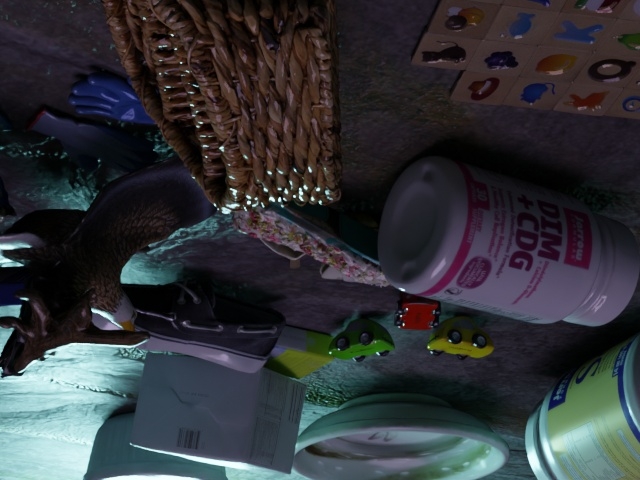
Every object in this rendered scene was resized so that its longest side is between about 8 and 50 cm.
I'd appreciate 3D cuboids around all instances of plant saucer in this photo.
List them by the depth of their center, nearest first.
[{"bbox_3d":[0.135,0.350,2.280,0.400,0.101,0.400,0,155,0],"label":"plant saucer"}]

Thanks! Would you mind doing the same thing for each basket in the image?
[{"bbox_3d":[-0.095,-0.148,1.104,0.223,0.214,0.299,-1,154,1],"label":"basket"}]

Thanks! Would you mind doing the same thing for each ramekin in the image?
[{"bbox_3d":[-0.304,0.408,2.371,0.272,0.127,0.273,-1,155,0],"label":"ramekin"}]

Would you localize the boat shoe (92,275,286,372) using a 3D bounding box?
[{"bbox_3d":[-0.183,0.098,1.759,0.301,0.108,0.102,20,115,-29],"label":"boat shoe"}]

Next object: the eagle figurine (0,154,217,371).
[{"bbox_3d":[-0.247,0.012,1.421,0.226,0.298,0.225,17,138,3],"label":"eagle figurine"}]

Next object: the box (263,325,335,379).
[{"bbox_3d":[-0.080,0.165,1.957,0.178,0.042,0.109,15,150,-28],"label":"box"}]

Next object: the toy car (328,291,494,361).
[{"bbox_3d":[0.113,0.129,1.872,0.225,0.053,0.239,-14,150,28],"label":"toy car"}]

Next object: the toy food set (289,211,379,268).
[{"bbox_3d":[0.054,-0.003,1.624,0.192,0.039,0.132,-3,162,-7],"label":"toy food set"}]

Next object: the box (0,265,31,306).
[{"bbox_3d":[-0.452,0.060,1.673,0.225,0.037,0.136,-1,-172,5],"label":"box"}]

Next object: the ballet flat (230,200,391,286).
[{"bbox_3d":[0.000,0.000,1.522,0.241,0.091,0.077,29,121,-12],"label":"ballet flat"}]

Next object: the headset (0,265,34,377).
[{"bbox_3d":[-0.506,0.033,1.495,0.394,0.185,0.243,13,163,4],"label":"headset"}]

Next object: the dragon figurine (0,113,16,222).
[{"bbox_3d":[-0.379,-0.095,1.362,0.085,0.144,0.289,-5,173,7],"label":"dragon figurine"}]

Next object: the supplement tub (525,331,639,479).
[{"bbox_3d":[0.490,0.280,1.973,0.241,0.241,0.331,11,152,-21],"label":"supplement tub"}]

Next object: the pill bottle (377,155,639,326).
[{"bbox_3d":[0.224,0.009,1.496,0.283,0.160,0.160,14,151,-28],"label":"pill bottle"}]

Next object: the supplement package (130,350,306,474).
[{"bbox_3d":[-0.154,0.269,1.979,0.194,0.149,0.203,5,167,21],"label":"supplement package"}]

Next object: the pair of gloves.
[{"bbox_3d":[-0.221,-0.122,1.381,0.159,0.023,0.198,20,147,-35],"label":"pair of gloves"}]

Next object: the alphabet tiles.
[{"bbox_3d":[0.273,-0.201,1.231,0.342,0.011,0.285,5,155,-10],"label":"alphabet tiles"}]
